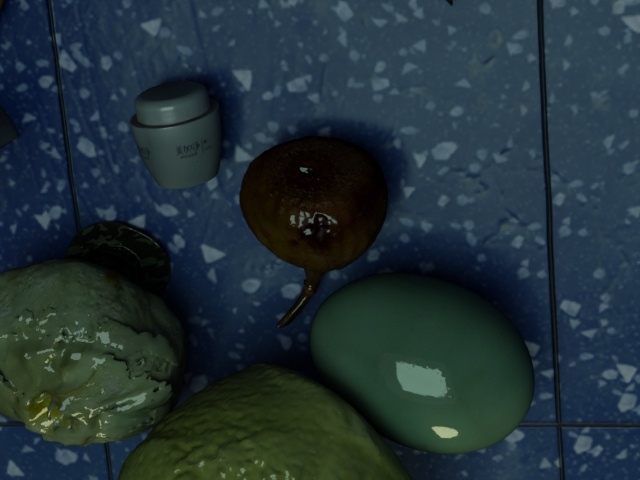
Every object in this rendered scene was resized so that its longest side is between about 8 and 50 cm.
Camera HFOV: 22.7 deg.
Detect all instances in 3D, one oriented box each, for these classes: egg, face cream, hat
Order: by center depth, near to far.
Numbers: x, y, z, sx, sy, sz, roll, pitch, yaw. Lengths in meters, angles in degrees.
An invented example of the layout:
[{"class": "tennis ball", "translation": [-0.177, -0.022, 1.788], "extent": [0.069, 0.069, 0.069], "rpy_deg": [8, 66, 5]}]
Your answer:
[{"class": "egg", "translation": [0.100, 0.119, 1.576], "extent": [0.231, 0.168, 0.168], "rpy_deg": [22, 110, 9]}, {"class": "face cream", "translation": [-0.142, -0.106, 1.602], "extent": [0.091, 0.091, 0.095], "rpy_deg": [-5, 112, 13]}, {"class": "hat", "translation": [-0.221, 0.036, 1.683], "extent": [0.121, 0.050, 0.121], "rpy_deg": [2, 105, 9]}]

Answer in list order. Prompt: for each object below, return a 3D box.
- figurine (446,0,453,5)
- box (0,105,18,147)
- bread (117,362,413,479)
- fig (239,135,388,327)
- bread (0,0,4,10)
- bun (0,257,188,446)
[{"class": "figurine", "translation": [0.156, -0.341, 1.433], "extent": [0.175, 0.197, 0.265], "rpy_deg": [-10, 104, -22]}, {"class": "box", "translation": [-0.415, -0.068, 1.595], "extent": [0.149, 0.233, 0.067], "rpy_deg": [-32, 98, 19]}, {"class": "bread", "translation": [-0.046, 0.281, 1.572], "extent": [0.320, 0.320, 0.237], "rpy_deg": [41, 68, -2]}, {"class": "fig", "translation": [0.000, 0.000, 1.602], "extent": [0.146, 0.134, 0.201], "rpy_deg": [24, 136, 34]}, {"class": "bread", "translation": [-0.402, -0.247, 1.609], "extent": [0.136, 0.107, 0.241], "rpy_deg": [32, 110, 4]}, {"class": "bun", "translation": [-0.251, 0.131, 1.643], "extent": [0.239, 0.141, 0.239], "rpy_deg": [7, 140, 6]}]
